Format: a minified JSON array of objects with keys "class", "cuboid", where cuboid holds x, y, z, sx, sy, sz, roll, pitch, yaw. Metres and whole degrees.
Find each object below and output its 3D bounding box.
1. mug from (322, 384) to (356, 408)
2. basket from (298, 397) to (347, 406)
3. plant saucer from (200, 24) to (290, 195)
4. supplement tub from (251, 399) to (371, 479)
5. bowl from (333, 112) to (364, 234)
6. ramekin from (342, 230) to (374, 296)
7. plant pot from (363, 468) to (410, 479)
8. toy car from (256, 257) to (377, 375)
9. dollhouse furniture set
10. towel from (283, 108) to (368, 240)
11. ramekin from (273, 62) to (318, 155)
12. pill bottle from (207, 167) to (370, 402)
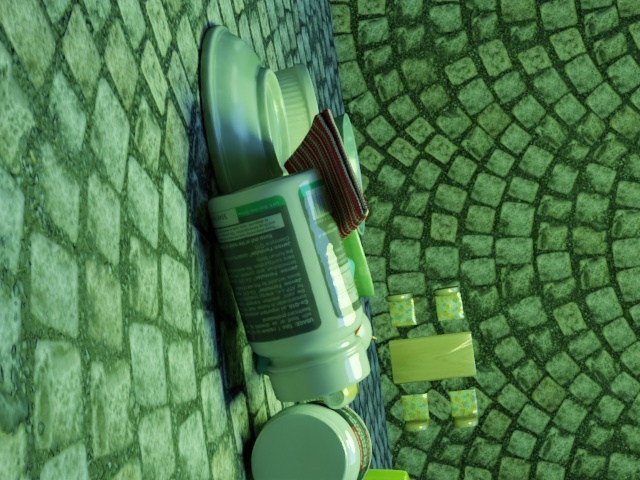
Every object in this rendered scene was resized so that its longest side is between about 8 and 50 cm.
[{"class":"mug","cuboid":[0.030,0.264,1.771,0.064,0.062,0.078,-20,115,-81]},{"class":"basket","cuboid":[-0.003,0.315,2.239,0.167,0.103,0.113,72,14,-48]},{"class":"plant saucer","cuboid":[-0.127,-0.217,1.909,0.400,0.100,0.401,-8,90,-82]},{"class":"supplement tub","cuboid":[-0.014,0.389,1.809,0.272,0.191,0.191,35,48,-79]},{"class":"bowl","cuboid":[0.009,-0.158,2.531,0.311,0.163,0.312,-8,90,-81]},{"class":"ramekin","cuboid":[0.000,0.000,2.188,0.303,0.148,0.304,161,-90,-89]},{"class":"plant pot","cuboid":[0.091,0.648,2.193,0.227,0.228,0.207,74,18,-45]},{"class":"toy car","cuboid":[0.010,0.173,1.949,0.238,0.210,0.219,38,52,-54]},{"class":"dollhouse furniture set","cuboid":[0.206,0.325,2.622,0.256,0.394,0.362,1,81,-81]},{"class":"towel","cuboid":[0.005,-0.095,1.740,0.275,0.031,0.199,136,-66,-71]},{"class":"ramekin","cuboid":[-0.070,-0.274,2.165,0.207,0.109,0.207,168,-90,-83]},{"class":"pill bottle","cuboid":[-0.046,0.075,1.685,0.204,0.204,0.361,-44,118,-79]}]
